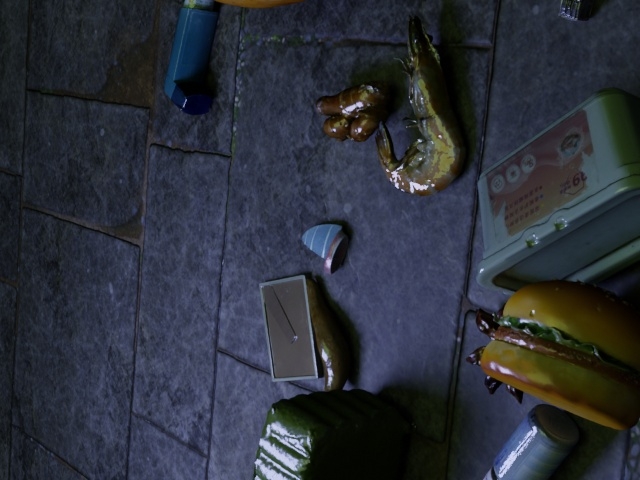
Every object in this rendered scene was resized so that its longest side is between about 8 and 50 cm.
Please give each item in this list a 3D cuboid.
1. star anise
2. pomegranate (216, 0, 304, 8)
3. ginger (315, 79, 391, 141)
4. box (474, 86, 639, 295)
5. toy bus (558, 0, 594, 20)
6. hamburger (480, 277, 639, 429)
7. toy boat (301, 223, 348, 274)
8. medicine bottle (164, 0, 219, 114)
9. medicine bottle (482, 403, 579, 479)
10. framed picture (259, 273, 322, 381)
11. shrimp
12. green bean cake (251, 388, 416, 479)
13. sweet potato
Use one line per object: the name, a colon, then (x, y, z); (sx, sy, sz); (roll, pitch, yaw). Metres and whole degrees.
star anise: (0.290, 0.169, 1.539); (0.168, 0.057, 0.167); (-5, 84, 58)
pomegranate: (-0.106, -0.606, 1.699); (0.417, 0.417, 0.416); (3, 94, 49)
ginger: (0.062, -0.220, 1.767); (0.162, 0.073, 0.103); (-8, 83, 44)
box: (0.353, -0.061, 1.370); (0.312, 0.175, 0.182); (-38, 46, 43)
toy bus: (0.376, -0.378, 1.413); (0.037, 0.052, 0.130); (28, 114, 40)
hamburger: (0.345, 0.143, 1.351); (0.246, 0.246, 0.170); (19, 85, 47)
toy boat: (0.000, 0.000, 1.876); (0.122, 0.034, 0.096); (36, 112, 44)
medicine bottle: (-0.271, -0.405, 2.129); (0.124, 0.079, 0.258); (32, 115, 47)
medicine bottle: (0.305, 0.342, 1.507); (0.083, 0.083, 0.203); (52, 126, 34)
framed picture: (-0.060, 0.175, 1.966); (0.150, 0.015, 0.203); (-14, 82, 48)
shrimp: (0.149, -0.219, 1.663); (0.169, 0.058, 0.295); (-15, 85, 35)
green bean cake: (0.012, 0.391, 1.719); (0.156, 0.247, 0.249); (21, 107, 47)
sweet potato: (0.015, 0.177, 1.852); (0.069, 0.059, 0.249); (-44, 55, 55)
